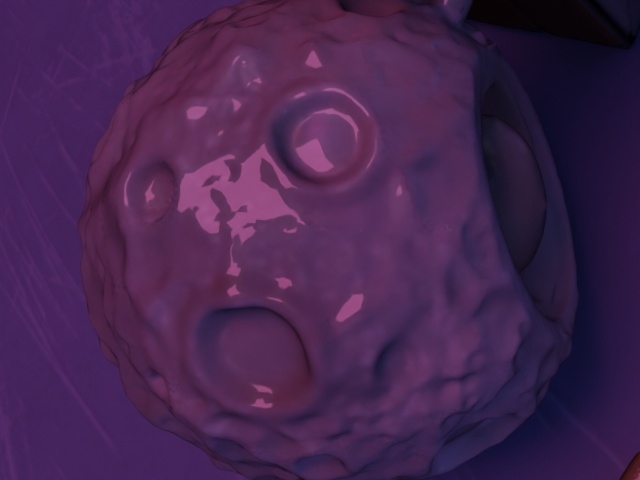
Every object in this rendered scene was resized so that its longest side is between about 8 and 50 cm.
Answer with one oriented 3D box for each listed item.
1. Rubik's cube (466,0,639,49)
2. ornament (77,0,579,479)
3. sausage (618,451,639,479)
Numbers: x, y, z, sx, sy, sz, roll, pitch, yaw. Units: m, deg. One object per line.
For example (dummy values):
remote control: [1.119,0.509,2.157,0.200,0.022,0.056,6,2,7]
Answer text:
Rubik's cube: [0.131,-0.297,0.884,0.225,0.221,0.231,21,87,41]
ornament: [0.000,0.000,0.808,0.337,0.337,0.337,-14,66,35]
sausage: [0.184,0.199,0.795,0.024,0.024,0.132,33,95,41]
